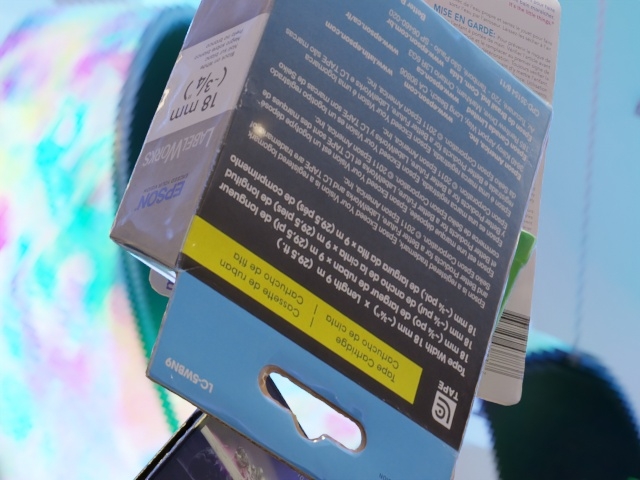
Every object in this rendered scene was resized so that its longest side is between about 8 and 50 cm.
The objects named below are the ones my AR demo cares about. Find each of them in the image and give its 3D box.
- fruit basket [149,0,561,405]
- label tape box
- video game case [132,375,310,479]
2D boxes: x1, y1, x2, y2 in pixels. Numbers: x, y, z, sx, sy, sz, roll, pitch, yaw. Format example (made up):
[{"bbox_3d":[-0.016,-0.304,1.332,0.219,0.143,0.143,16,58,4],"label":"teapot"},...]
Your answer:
[{"bbox_3d":[0.034,-0.079,1.481,0.327,0.353,0.165,19,-27,-30],"label":"fruit basket"},{"bbox_3d":[0.000,0.000,1.222,0.241,0.333,0.106,36,-32,-30],"label":"label tape box"},{"bbox_3d":[-0.047,0.212,1.175,0.026,0.274,0.196,-26,-79,29],"label":"video game case"}]
